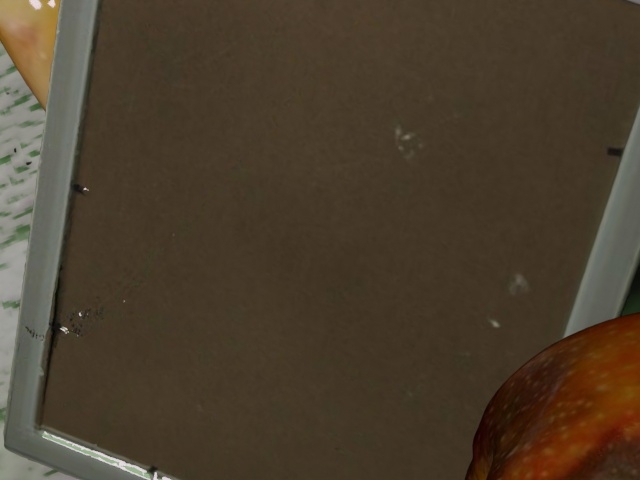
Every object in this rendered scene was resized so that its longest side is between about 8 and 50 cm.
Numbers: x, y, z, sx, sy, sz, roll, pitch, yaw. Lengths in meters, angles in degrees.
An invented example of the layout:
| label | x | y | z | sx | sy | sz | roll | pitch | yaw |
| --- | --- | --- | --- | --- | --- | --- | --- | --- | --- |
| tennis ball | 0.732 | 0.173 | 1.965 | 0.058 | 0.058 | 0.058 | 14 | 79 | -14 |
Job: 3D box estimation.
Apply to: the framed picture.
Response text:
| label | x | y | z | sx | sy | sz | roll | pitch | yaw |
| --- | --- | --- | --- | --- | --- | --- | --- | --- | --- |
| framed picture | 0.000 | 0.000 | 0.665 | 0.232 | 0.296 | 0.019 | 21 | 32 | 11 |

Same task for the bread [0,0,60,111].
| label | x | y | z | sx | sy | sz | roll | pitch | yaw |
| --- | --- | --- | --- | --- | --- | --- | --- | --- | --- |
| bread | 0.014 | -0.131 | 0.748 | 0.315 | 0.270 | 0.211 | 1 | 49 | 25 |

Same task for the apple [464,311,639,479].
| label | x | y | z | sx | sy | sz | roll | pitch | yaw |
| --- | --- | --- | --- | --- | --- | --- | --- | --- | --- |
| apple | 0.137 | 0.132 | 0.574 | 0.230 | 0.230 | 0.230 | -7 | 60 | 13 |
